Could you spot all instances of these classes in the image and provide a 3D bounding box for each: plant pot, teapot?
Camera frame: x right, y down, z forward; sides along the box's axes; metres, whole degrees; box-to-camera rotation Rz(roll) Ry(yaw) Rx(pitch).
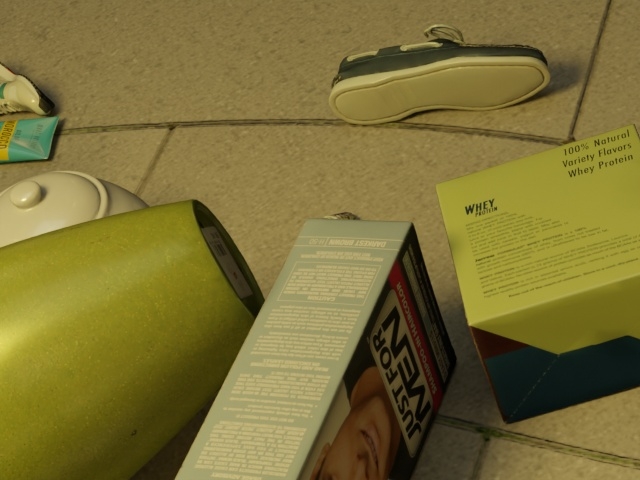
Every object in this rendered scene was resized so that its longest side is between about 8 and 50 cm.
[{"bbox_3d":[-0.203,0.093,1.588,0.293,0.275,0.275,-31,38,8],"label":"plant pot"},{"bbox_3d":[-0.278,0.013,1.831,0.256,0.187,0.252,-14,39,11],"label":"teapot"}]

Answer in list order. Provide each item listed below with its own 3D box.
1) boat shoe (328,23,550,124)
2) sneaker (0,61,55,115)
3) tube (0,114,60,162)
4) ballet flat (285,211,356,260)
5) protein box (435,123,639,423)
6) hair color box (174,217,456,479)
[{"bbox_3d":[0.132,-0.187,1.954,0.254,0.095,0.079,-10,51,28],"label":"boat shoe"},{"bbox_3d":[-0.398,-0.175,2.218,0.075,0.057,0.161,-51,46,-8],"label":"sneaker"},{"bbox_3d":[-0.424,-0.117,2.164,0.207,0.052,0.080,-4,48,12],"label":"tube"},{"bbox_3d":[0.000,0.000,1.835,0.041,0.041,0.114,12,49,35],"label":"ballet flat"},{"bbox_3d":[0.230,0.029,1.620,0.200,0.136,0.201,-17,40,7],"label":"protein box"},{"bbox_3d":[-0.004,0.173,1.519,0.113,0.185,0.374,3,45,26],"label":"hair color box"}]
